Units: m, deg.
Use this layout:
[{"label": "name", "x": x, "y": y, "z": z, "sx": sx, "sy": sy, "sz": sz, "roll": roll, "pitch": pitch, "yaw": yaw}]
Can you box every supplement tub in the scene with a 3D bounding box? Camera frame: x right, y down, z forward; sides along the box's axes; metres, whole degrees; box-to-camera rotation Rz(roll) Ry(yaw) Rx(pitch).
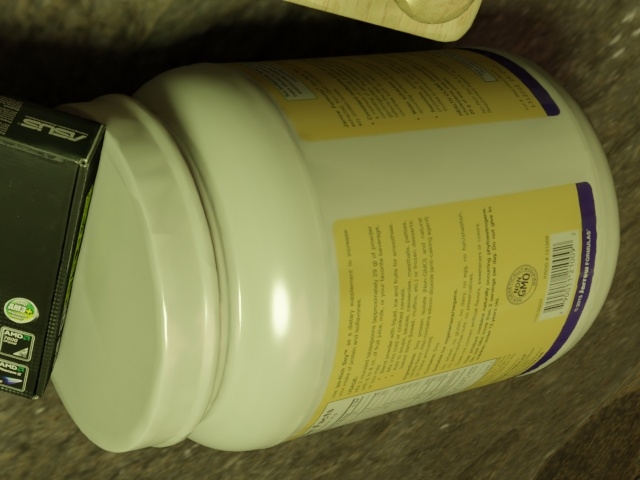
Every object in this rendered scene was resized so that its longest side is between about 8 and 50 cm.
[{"label": "supplement tub", "x": 0.000, "y": 0.000, "z": 0.746, "sx": 0.331, "sy": 0.241, "sz": 0.241, "roll": -9, "pitch": 137, "yaw": -33}]

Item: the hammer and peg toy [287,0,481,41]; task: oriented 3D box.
[{"label": "hammer and peg toy", "x": 0.003, "y": -0.269, "z": 0.421, "sx": 0.266, "sy": 0.127, "sz": 0.361, "roll": 13, "pitch": 115, "yaw": -14}]

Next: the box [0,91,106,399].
[{"label": "box", "x": -0.226, "y": -0.009, "z": 0.625, "sx": 0.191, "sy": 0.045, "sz": 0.184, "roll": 18, "pitch": 130, "yaw": -6}]
